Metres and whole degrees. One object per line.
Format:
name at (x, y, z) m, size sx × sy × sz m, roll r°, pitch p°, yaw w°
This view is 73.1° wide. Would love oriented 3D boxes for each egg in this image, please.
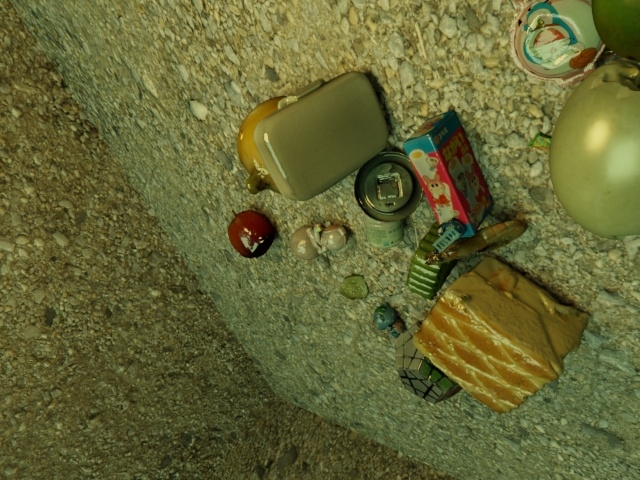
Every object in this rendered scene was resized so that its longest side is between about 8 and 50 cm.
egg at (0.589, -0.160, 0.824) m, size 0.278 × 0.278 × 0.336 m, roll 19°, pitch 138°, yaw 32°

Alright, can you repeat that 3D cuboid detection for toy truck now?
toy truck at (0.333, -0.011, 1.136) m, size 0.056 × 0.090 × 0.073 m, roll 47°, pitch 147°, yaw -2°

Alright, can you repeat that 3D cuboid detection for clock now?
clock at (0.210, -0.161, 1.318) m, size 0.214 × 0.042 × 0.215 m, roll 0°, pitch 90°, yaw 20°

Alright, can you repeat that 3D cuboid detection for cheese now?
cheese at (0.444, -0.434, 0.842) m, size 0.189 × 0.074 × 0.286 m, roll -15°, pitch 115°, yaw 50°

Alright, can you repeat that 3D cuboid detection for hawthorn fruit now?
hawthorn fruit at (-0.331, -0.040, 1.989) m, size 0.250 × 0.215 × 0.215 m, roll 47°, pitch 146°, yaw -5°

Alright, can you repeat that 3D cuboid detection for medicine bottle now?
medicine bottle at (0.013, -0.291, 1.203) m, size 0.123 × 0.375 × 0.282 m, roll 21°, pitch 142°, yaw 60°
medicine bottle at (0.209, -0.073, 1.446) m, size 0.135 × 0.135 × 0.169 m, roll 16°, pitch 137°, yaw 36°

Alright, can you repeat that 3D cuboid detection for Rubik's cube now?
Rubik's cube at (0.435, 0.450, 1.641) m, size 0.319 × 0.319 × 0.264 m, roll 19°, pitch 112°, yaw 33°

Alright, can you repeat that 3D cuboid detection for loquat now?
loquat at (-0.123, -0.284, 1.385) m, size 0.328 × 0.359 × 0.328 m, roll 31°, pitch 156°, yaw 16°

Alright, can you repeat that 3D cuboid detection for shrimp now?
shrimp at (0.438, 0.018, 1.227) m, size 0.169 × 0.296 × 0.058 m, roll 48°, pitch -157°, yaw -60°

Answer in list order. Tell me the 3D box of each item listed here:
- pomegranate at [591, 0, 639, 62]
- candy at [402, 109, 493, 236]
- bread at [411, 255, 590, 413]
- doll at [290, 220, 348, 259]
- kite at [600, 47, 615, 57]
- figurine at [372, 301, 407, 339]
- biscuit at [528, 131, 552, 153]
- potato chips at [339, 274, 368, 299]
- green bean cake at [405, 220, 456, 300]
pomegranate at (0.551, -0.426, 0.608) m, size 0.309 × 0.216 × 0.359 m, roll -10°, pitch 114°, yaw 40°
candy at (0.350, -0.174, 1.169) m, size 0.100 × 0.157 × 0.306 m, roll -5°, pitch 123°, yaw 49°
bread at (0.539, 0.288, 1.350) m, size 0.390 × 0.279 × 0.371 m, roll 35°, pitch 142°, yaw 19°
doll at (0.000, 0.000, 1.739) m, size 0.287 × 0.151 × 0.151 m, roll -12°, pitch 117°, yaw 48°
kite at (0.521, -0.495, 0.779) m, size 0.377 × 0.013 × 0.328 m, roll -7°, pitch 121°, yaw 49°
figurine at (0.283, 0.356, 1.853) m, size 0.178 × 0.114 × 0.144 m, roll 46°, pitch 149°, yaw -17°
biscuit at (0.548, -0.226, 1.032) m, size 0.089 × 0.016 × 0.046 m, roll 32°, pitch 144°, yaw 18°
potato chips at (0.152, 0.214, 1.907) m, size 0.142 × 0.026 × 0.209 m, roll 32°, pitch 142°, yaw 24°
green bean cake at (0.362, 0.063, 1.368) m, size 0.113 × 0.200 × 0.214 m, roll 27°, pitch 142°, yaw 23°
